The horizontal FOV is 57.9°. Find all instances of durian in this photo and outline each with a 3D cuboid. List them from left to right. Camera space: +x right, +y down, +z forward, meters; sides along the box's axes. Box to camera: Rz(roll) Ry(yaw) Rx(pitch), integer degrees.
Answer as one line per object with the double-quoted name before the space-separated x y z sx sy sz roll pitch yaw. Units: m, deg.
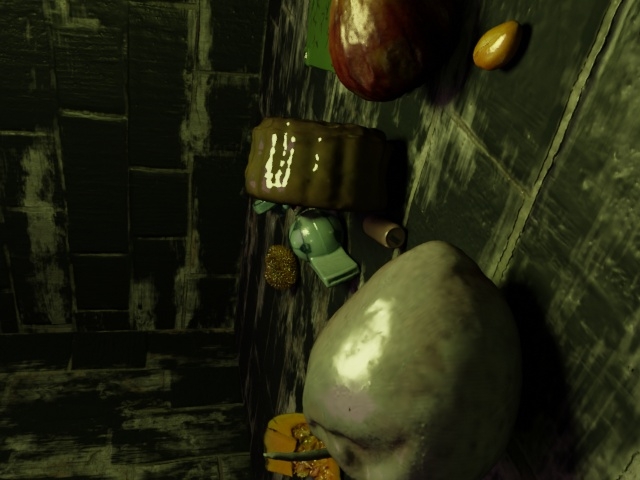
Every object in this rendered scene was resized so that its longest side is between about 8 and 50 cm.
"durian" -0.140 0.105 2.108 0.168 0.137 0.158 52 160 46

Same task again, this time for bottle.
"bottle" 0.135 -0.021 1.239 0.140 0.053 0.053 -139 51 -70

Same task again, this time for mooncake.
"mooncake" -0.003 -0.164 1.261 0.324 0.324 0.187 -153 70 -73

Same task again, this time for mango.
"mango" 0.255 -0.280 0.828 0.089 0.046 0.060 133 136 -62

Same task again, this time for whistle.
"whistle" 0.000 0.000 1.550 0.289 0.164 0.163 -135 47 -66

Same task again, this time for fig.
"fig" 0.119 -0.369 0.982 0.224 0.224 0.263 -134 44 -69

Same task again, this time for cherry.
"cherry" 0.131 0.190 0.808 0.335 0.291 0.326 -51 22 33

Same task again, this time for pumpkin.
"pumpkin" -0.062 0.616 1.668 0.280 0.190 0.139 -145 58 -71

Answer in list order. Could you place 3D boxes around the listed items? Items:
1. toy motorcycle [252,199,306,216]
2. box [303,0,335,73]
"toy motorcycle" -0.053 -0.166 1.604 0.319 0.241 0.181 -66 -31 -62
"box" 0.079 -0.459 1.231 0.328 0.178 0.252 -126 38 -66
